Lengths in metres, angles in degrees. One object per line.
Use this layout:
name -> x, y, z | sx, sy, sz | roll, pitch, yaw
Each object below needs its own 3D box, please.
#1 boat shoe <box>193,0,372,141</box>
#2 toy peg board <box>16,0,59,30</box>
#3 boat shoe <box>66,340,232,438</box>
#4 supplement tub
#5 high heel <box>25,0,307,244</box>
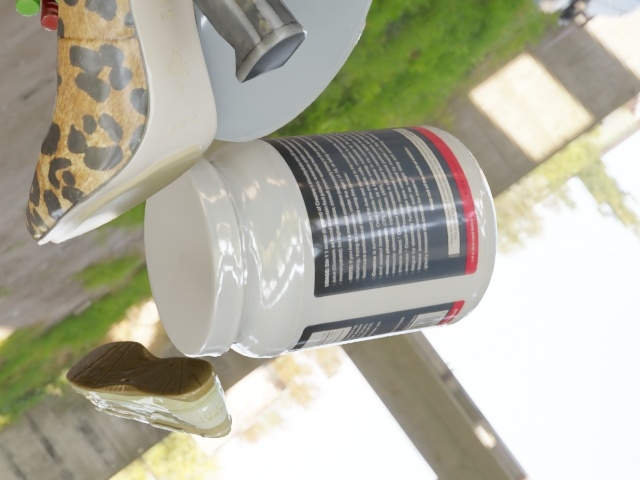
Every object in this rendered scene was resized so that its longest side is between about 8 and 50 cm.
boat shoe -> -0.020, -0.213, 0.723 | 0.105, 0.113, 0.306 | -126, -131, -62
toy peg board -> -0.192, -0.228, 1.085 | 0.161, 0.079, 0.160 | -19, 145, 19
boat shoe -> -0.122, 0.106, 0.830 | 0.153, 0.048, 0.056 | 1, -146, 42
supplement tub -> 0.000, 0.000, 1.055 | 0.272, 0.191, 0.191 | -7, 165, -27
high heel -> -0.135, -0.120, 0.680 | 0.261, 0.186, 0.093 | -38, 174, 39
